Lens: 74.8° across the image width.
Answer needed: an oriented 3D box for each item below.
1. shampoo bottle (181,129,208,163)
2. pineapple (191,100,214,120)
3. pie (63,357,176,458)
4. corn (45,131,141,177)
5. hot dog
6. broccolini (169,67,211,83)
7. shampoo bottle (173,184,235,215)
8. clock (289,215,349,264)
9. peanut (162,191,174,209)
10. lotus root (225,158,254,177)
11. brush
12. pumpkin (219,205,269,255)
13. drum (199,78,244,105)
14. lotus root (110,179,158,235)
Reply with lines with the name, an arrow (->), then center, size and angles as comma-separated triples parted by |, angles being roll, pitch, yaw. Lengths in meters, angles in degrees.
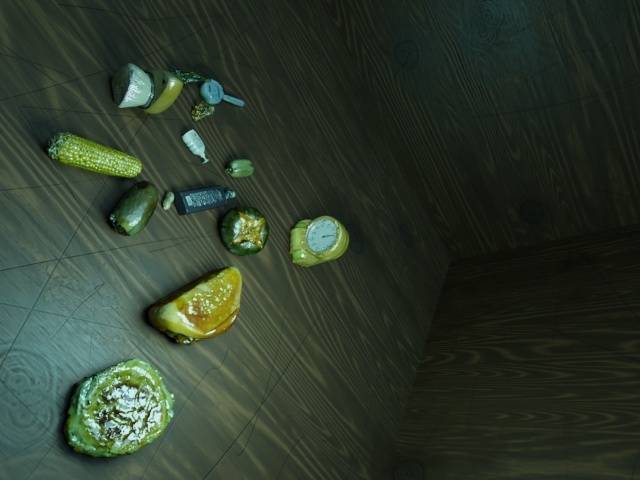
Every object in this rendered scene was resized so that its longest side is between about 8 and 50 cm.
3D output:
shampoo bottle -> -0.556, -0.422, 1.895 | 0.151, 0.045, 0.077 | 55, 39, -20
pineapple -> -0.537, -0.599, 1.950 | 0.077, 0.114, 0.114 | 52, 43, -55
pie -> -0.644, 0.551, 1.381 | 0.355, 0.103, 0.288 | -14, 83, -51
corn -> -0.800, -0.295, 1.489 | 0.318, 0.115, 0.115 | 17, 64, -50
hot dog -> -0.457, 0.269, 1.652 | 0.405, 0.185, 0.223 | -36, 104, -51
broccolini -> -0.596, -0.758, 1.922 | 0.203, 0.091, 0.068 | -23, 139, -40
shampoo bottle -> -0.499, -0.187, 1.860 | 0.310, 0.071, 0.098 | -22, 94, -53
clock -> 0.000, 0.000, 2.234 | 0.200, 0.317, 0.243 | 25, 57, -53
peanut -> -0.627, -0.164, 1.720 | 0.037, 0.037, 0.083 | 38, 56, -38
lotus root -> -0.399, -0.352, 2.043 | 0.183, 0.077, 0.090 | -27, 92, -56
brush -> -0.674, -0.603, 1.632 | 0.166, 0.267, 0.174 | -2, 89, -54
pumpkin -> -0.350, -0.045, 1.925 | 0.238, 0.159, 0.237 | -3, 96, -38
drum -> -0.485, -0.701, 2.084 | 0.253, 0.049, 0.129 | 25, 58, -45
lotus root -> -0.683, -0.120, 1.556 | 0.123, 0.124, 0.240 | 35, 53, -21
